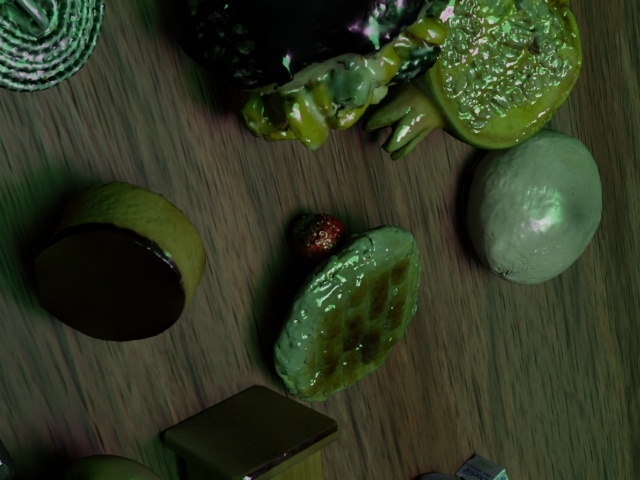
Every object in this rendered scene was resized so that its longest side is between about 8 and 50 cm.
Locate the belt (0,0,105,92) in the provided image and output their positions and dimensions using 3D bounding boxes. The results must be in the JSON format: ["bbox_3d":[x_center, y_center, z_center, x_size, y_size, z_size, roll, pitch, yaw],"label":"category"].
[{"bbox_3d":[-0.370,-0.293,1.191,0.207,0.160,0.295,-52,129,-19],"label":"belt"}]

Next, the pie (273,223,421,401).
[{"bbox_3d":[0.050,0.119,1.670,0.306,0.071,0.306,-26,136,-28],"label":"pie"}]

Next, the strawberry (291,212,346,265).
[{"bbox_3d":[0.000,0.000,1.642,0.096,0.083,0.083,26,82,-53],"label":"strawberry"}]

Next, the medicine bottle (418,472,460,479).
[{"bbox_3d":[0.203,0.516,1.935,0.083,0.083,0.203,-4,101,-41],"label":"medicine bottle"}]

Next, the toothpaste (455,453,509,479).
[{"bbox_3d":[0.346,0.548,2.070,0.067,0.081,0.336,-39,123,-24],"label":"toothpaste"}]

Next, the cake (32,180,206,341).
[{"bbox_3d":[-0.243,0.004,1.378,0.207,0.185,0.178,26,38,-21],"label":"cake"}]

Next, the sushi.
[{"bbox_3d":[0.012,-0.277,1.428,0.328,0.328,0.285,-44,120,-31],"label":"sushi"}]

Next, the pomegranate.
[{"bbox_3d":[0.208,-0.278,1.686,0.358,0.216,0.310,-36,127,7],"label":"pomegranate"}]

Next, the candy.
[{"bbox_3d":[0.377,-0.056,1.887,0.295,0.185,0.295,-5,99,-37],"label":"candy"}]

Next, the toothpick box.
[{"bbox_3d":[-0.086,0.400,1.597,0.187,0.190,0.308,-23,119,-37],"label":"toothpick box"}]

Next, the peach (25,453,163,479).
[{"bbox_3d":[-0.294,0.416,1.366,0.292,0.247,0.292,-1,91,-43],"label":"peach"}]

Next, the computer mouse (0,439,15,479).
[{"bbox_3d":[-0.490,0.300,1.268,0.269,0.100,0.170,-50,132,-27],"label":"computer mouse"}]
